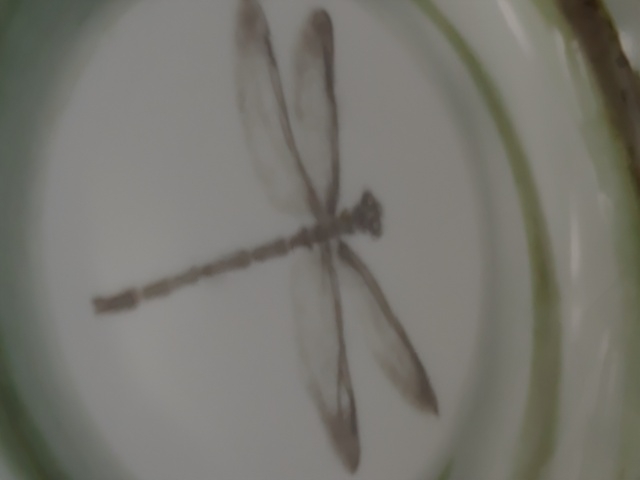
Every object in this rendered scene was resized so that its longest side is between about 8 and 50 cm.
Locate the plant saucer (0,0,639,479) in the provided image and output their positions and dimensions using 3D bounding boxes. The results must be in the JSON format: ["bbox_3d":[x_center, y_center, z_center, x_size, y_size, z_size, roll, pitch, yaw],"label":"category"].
[{"bbox_3d":[0.000,0.000,0.470,0.100,0.400,0.400,-9,-86,46],"label":"plant saucer"}]
